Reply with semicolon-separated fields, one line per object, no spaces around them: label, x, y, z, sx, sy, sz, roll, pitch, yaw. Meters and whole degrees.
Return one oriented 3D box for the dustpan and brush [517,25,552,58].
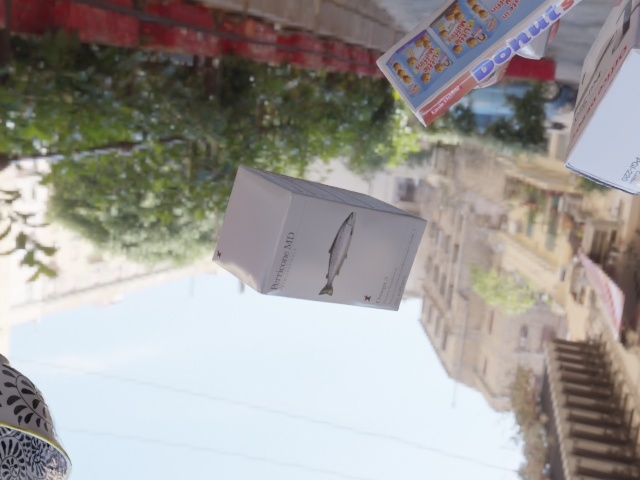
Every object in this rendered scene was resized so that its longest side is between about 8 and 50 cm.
dustpan and brush;0.205;-0.315;1.030;0.060;0.147;0.211;10;174;40

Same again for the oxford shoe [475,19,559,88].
oxford shoe;0.212;-0.293;1.284;0.130;0.122;0.348;-15;176;-12

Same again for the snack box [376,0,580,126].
snack box;0.123;-0.158;0.601;0.022;0.178;0.064;35;-159;-50

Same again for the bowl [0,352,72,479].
bowl;-0.256;0.121;0.611;0.170;0.170;0.080;4;-127;-12

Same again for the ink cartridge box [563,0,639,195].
ink cartridge box;0.336;-0.177;0.918;0.092;0.158;0.217;21;-134;2

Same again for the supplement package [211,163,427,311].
supplement package;0.000;0.000;0.892;0.179;0.105;0.105;9;-167;-38
